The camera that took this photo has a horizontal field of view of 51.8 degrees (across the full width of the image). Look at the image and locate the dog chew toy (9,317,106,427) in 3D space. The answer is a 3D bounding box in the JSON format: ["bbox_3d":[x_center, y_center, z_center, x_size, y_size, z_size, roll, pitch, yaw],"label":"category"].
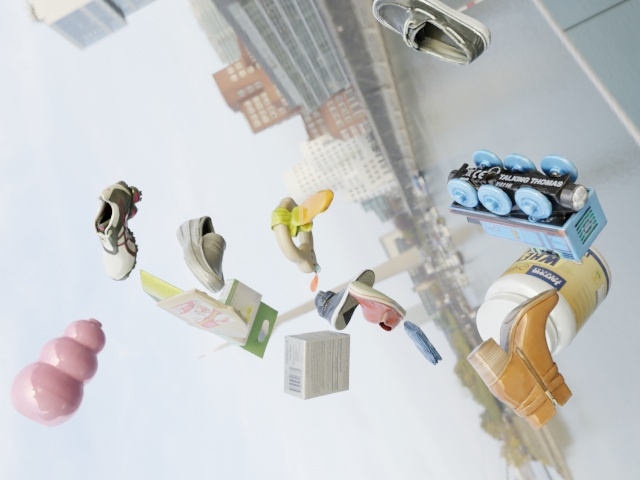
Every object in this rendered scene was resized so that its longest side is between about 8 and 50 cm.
[{"bbox_3d":[-0.759,0.379,1.958,0.331,0.207,0.206,-61,-38,-25],"label":"dog chew toy"}]

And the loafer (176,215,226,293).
[{"bbox_3d":[-0.306,0.026,1.769,0.112,0.111,0.319,55,180,-39],"label":"loafer"}]

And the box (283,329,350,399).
[{"bbox_3d":[-0.007,0.265,1.425,0.137,0.072,0.126,0,-88,-43],"label":"box"}]

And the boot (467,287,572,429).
[{"bbox_3d":[0.343,0.182,1.034,0.152,0.197,0.073,47,168,8],"label":"boot"}]

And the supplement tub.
[{"bbox_3d":[0.553,0.146,1.639,0.228,0.316,0.228,29,137,31],"label":"supplement tub"}]

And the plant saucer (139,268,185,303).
[{"bbox_3d":[-0.390,0.161,1.770,0.188,0.045,0.188,25,164,12],"label":"plant saucer"}]

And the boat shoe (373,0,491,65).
[{"bbox_3d":[0.263,-0.543,1.670,0.335,0.119,0.121,28,144,24],"label":"boat shoe"}]

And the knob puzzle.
[{"bbox_3d":[-0.241,0.162,1.467,0.213,0.213,0.030,56,-138,-47],"label":"knob puzzle"}]

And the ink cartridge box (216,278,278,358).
[{"bbox_3d":[-0.219,0.242,2.006,0.235,0.056,0.171,35,-118,-34],"label":"ink cartridge box"}]

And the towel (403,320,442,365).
[{"bbox_3d":[0.244,0.248,1.596,0.119,0.029,0.067,52,170,-24],"label":"towel"}]

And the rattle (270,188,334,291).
[{"bbox_3d":[0.000,0.000,1.284,0.199,0.143,0.130,61,-170,-21],"label":"rattle"}]

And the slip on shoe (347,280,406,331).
[{"bbox_3d":[0.178,0.216,2.116,0.123,0.101,0.331,28,173,35],"label":"slip on shoe"}]

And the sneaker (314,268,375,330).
[{"bbox_3d":[0.073,0.173,2.203,0.086,0.226,0.163,38,175,-32],"label":"sneaker"}]

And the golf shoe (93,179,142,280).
[{"bbox_3d":[-0.538,-0.018,1.694,0.120,0.105,0.272,-31,-48,-63],"label":"golf shoe"}]

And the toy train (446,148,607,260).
[{"bbox_3d":[0.225,-0.042,0.750,0.184,0.080,0.105,16,147,53],"label":"toy train"}]
